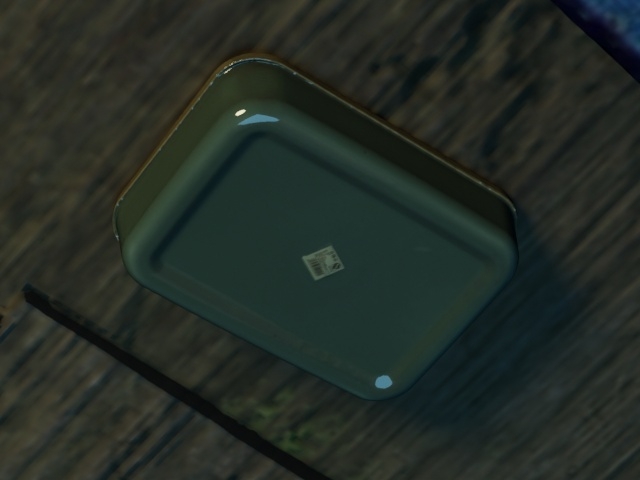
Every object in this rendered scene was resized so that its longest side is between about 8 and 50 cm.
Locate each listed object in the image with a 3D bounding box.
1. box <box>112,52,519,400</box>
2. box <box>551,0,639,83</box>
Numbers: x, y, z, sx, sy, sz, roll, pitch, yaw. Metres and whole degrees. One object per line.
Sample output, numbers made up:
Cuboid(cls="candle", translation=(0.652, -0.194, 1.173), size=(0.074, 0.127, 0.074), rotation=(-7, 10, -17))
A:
Cuboid(cls="box", translation=(0.000, 0.000, 0.615), size=(0.126, 0.031, 0.091), rotation=(30, 116, -25))
Cuboid(cls="box", translation=(0.172, -0.158, 0.476), size=(0.279, 0.116, 0.261), rotation=(-42, 118, 19))
